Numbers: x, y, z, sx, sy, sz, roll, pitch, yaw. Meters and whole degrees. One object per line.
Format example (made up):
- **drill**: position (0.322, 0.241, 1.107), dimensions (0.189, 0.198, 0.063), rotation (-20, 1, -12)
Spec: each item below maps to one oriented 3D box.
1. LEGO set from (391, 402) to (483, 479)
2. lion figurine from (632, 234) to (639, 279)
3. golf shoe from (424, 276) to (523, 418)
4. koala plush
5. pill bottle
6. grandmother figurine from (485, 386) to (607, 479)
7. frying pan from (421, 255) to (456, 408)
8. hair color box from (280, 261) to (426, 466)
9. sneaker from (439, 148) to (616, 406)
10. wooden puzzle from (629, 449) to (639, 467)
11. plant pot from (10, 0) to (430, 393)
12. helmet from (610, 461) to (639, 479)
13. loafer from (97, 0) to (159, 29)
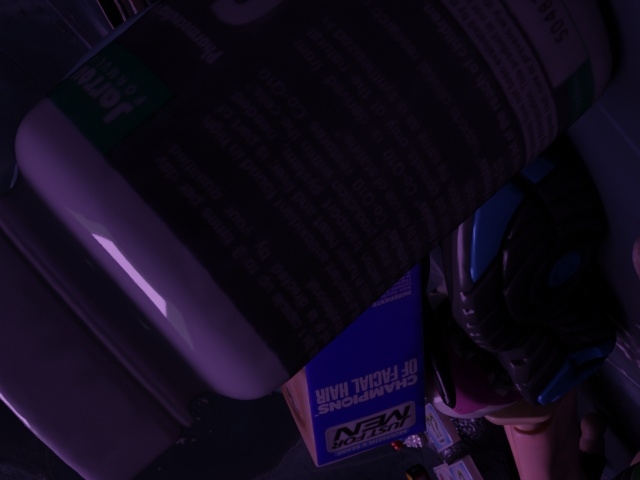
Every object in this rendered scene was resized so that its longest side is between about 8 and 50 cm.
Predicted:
- **LEGO set**: position (0.100, 0.221, 1.487), dimensions (0.182, 0.060, 0.244), rotation (62, 167, 9)
- **lion figurine**: position (0.284, 0.073, 0.517), dimensions (0.392, 0.142, 0.240), rotation (33, 164, 4)
- **golf shoe**: position (0.116, 0.114, 1.245), dimensions (0.115, 0.140, 0.306), rotation (50, -164, -1)
- **koala plush**: position (0.190, 0.228, 1.642), dimensions (0.203, 0.196, 0.221), rotation (64, 168, -22)
- **pill bottle**: position (-0.034, -0.044, 0.741), dimensions (0.204, 0.361, 0.204), rotation (47, 172, 8)
- **grandmother figurine**: position (0.241, 0.259, 1.385), dimensions (0.104, 0.208, 0.342), rotation (22, 138, 39)
- **frying pan**: position (0.060, -0.048, 1.067), dimensions (0.197, 0.053, 0.326), rotation (86, 161, -61)
- **hair color box**: position (0.000, 0.000, 1.053), dimensions (0.338, 0.110, 0.185), rotation (82, 166, -46)
- **sneaker**: position (0.133, 0.014, 1.028), dimensions (0.139, 0.125, 0.341), rotation (50, 172, 30)
- **wooden puzzle**: position (0.349, 0.397, 1.176), dimensions (0.080, 0.347, 0.322), rotation (4, -153, -42)
- **plant pot**: position (-0.073, -0.023, 1.363), dimensions (0.334, 0.341, 0.341), rotation (44, 178, -43)
- **helmet**: position (0.285, 0.246, 1.048), dimensions (0.169, 0.162, 0.169), rotation (169, 90, -78)
- **loafer**: position (-0.280, -0.333, 1.775), dimensions (0.267, 0.084, 0.096), rotation (51, 172, -25)
